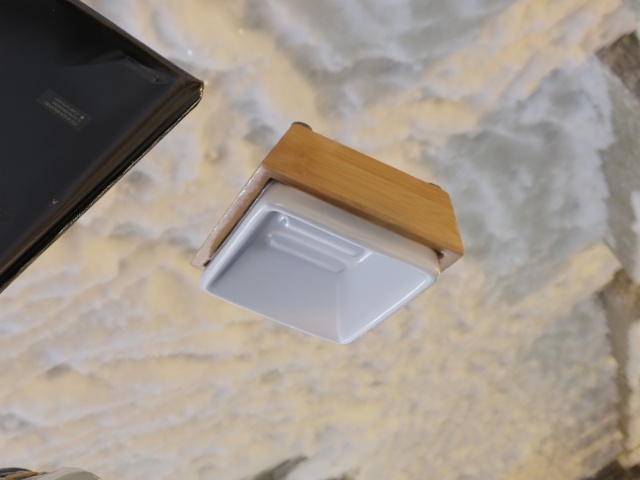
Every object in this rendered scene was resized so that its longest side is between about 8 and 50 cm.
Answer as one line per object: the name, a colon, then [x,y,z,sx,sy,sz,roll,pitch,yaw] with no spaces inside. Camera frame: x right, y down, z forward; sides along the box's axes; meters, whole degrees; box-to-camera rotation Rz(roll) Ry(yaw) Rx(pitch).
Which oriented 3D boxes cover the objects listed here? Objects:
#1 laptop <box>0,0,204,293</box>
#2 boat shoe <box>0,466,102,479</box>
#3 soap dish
laptop: [-0.347,-0.015,0.808,0.408,0.382,0.236,-47,160,-21]
boat shoe: [-0.206,0.174,0.573,0.083,0.065,0.183,-9,-175,45]
soap dish: [0.000,0.000,1.192,0.229,0.118,0.291,23,152,-12]
